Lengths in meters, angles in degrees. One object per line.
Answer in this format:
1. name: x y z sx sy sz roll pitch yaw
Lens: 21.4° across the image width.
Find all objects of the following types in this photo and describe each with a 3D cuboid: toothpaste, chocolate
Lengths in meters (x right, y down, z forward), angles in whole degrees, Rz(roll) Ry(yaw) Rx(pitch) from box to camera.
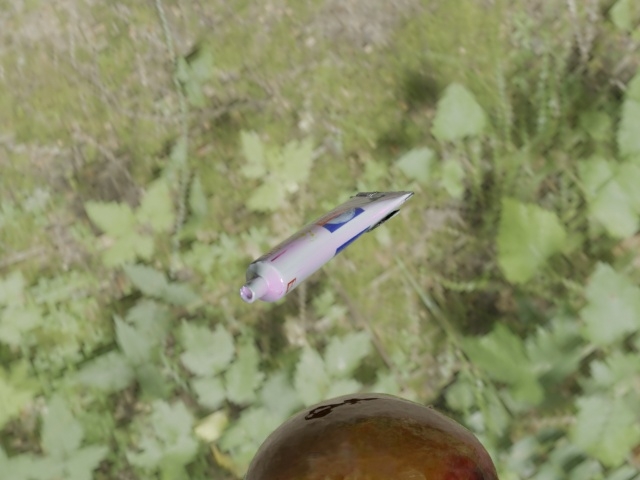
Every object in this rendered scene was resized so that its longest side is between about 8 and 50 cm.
1. toothpaste: 0.000 0.000 1.063 0.170 0.045 0.028 -36 115 -50
2. chocolate: 0.032 0.140 0.914 0.133 0.124 0.127 -31 179 35
